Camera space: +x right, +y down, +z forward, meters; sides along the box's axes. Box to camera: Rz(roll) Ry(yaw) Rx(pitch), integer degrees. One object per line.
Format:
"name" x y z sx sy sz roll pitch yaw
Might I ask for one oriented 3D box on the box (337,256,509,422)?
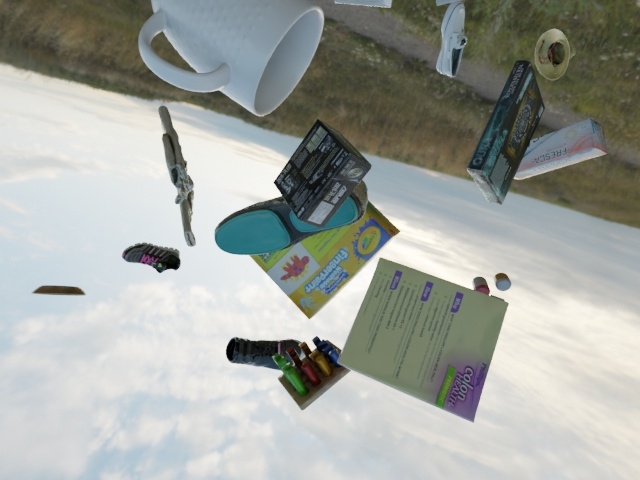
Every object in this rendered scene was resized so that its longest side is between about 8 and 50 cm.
"box" 0.187 0.180 0.763 0.243 0.213 0.117 19 164 16

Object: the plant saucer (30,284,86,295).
"plant saucer" -0.456 0.088 0.714 0.084 0.015 0.083 1 170 0

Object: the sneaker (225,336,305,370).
"sneaker" -0.192 0.367 1.329 0.296 0.104 0.147 -13 154 37

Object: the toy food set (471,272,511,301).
"toy food set" 0.425 0.197 1.080 0.111 0.232 0.104 21 -154 2

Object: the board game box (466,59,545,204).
"board game box" 0.298 -0.166 0.646 0.026 0.186 0.126 22 174 42

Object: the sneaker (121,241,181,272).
"sneaker" -0.471 0.054 1.160 0.171 0.063 0.074 10 -149 -47

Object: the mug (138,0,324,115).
"mug" -0.228 -0.465 0.917 0.328 0.276 0.374 36 -121 1

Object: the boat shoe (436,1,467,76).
"boat shoe" 0.437 -0.641 1.310 0.083 0.226 0.076 -30 -126 -17

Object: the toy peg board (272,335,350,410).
"toy peg board" -0.026 0.287 0.963 0.161 0.079 0.161 -35 -163 -17

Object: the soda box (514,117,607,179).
"soda box" 0.478 -0.183 0.845 0.058 0.062 0.183 7 166 -35

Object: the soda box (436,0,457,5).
"soda box" 0.330 -0.753 1.031 0.098 0.091 0.286 -1 160 21

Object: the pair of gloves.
"pair of gloves" -0.286 -0.126 0.848 0.042 0.240 0.204 -11 -125 -15

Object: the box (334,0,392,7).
"box" 0.067 -0.429 0.547 0.091 0.129 0.170 8 175 5

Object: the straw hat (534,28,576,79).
"straw hat" 0.674 -0.528 1.143 0.061 0.144 0.144 -15 -162 -4

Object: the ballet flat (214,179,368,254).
"ballet flat" -0.080 -0.076 1.197 0.483 0.163 0.182 -16 -155 24

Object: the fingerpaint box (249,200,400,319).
"fingerpaint box" 0.000 0.000 1.499 0.371 0.444 0.163 45 -159 9

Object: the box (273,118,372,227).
"box" -0.001 -0.144 0.890 0.078 0.180 0.147 16 -151 -46
